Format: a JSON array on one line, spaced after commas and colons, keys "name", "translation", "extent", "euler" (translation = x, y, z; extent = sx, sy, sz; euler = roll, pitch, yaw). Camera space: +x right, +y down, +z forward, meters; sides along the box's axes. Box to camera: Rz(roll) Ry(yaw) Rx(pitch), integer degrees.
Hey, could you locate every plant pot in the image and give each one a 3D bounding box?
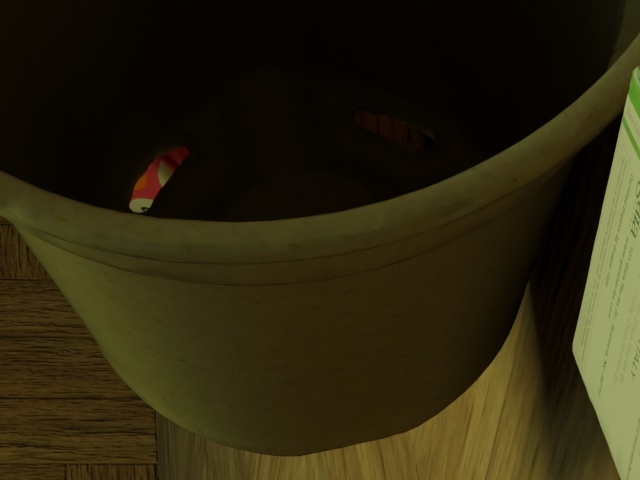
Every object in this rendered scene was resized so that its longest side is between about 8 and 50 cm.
[{"name": "plant pot", "translation": [-0.016, -0.064, 0.786], "extent": [0.305, 0.334, 0.334], "euler": [84, -179, -60]}]

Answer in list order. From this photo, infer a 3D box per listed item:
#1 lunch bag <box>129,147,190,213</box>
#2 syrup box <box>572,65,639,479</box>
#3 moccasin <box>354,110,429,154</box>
[{"name": "lunch bag", "translation": [-0.088, -0.162, 1.192], "extent": [0.120, 0.293, 0.258], "euler": [4, 58, 46]}, {"name": "syrup box", "translation": [0.132, 0.059, 0.404], "extent": [0.237, 0.093, 0.096], "euler": [-102, 16, -56]}, {"name": "moccasin", "translation": [0.007, -0.137, 1.076], "extent": [0.147, 0.139, 0.380], "euler": [-151, 60, -81]}]
